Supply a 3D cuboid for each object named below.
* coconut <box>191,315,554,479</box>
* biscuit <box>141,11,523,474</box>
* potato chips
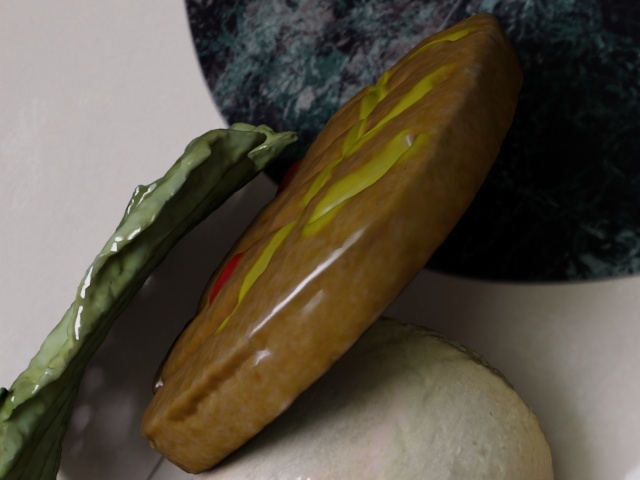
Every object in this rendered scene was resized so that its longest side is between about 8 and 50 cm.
[{"bbox_3d":[0.025,0.194,0.769,0.239,0.239,0.244,-6,38,28],"label":"coconut"},{"bbox_3d":[-0.007,-0.006,0.809,0.070,0.394,0.350,42,115,-9],"label":"biscuit"},{"bbox_3d":[-0.156,0.067,0.914,0.097,0.373,0.389,31,98,-6],"label":"potato chips"}]
